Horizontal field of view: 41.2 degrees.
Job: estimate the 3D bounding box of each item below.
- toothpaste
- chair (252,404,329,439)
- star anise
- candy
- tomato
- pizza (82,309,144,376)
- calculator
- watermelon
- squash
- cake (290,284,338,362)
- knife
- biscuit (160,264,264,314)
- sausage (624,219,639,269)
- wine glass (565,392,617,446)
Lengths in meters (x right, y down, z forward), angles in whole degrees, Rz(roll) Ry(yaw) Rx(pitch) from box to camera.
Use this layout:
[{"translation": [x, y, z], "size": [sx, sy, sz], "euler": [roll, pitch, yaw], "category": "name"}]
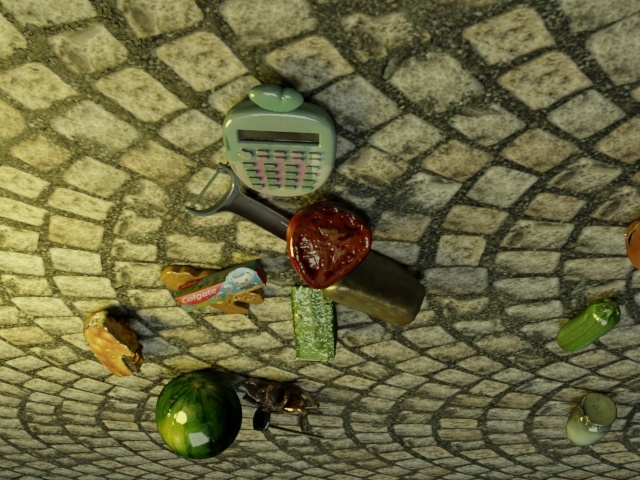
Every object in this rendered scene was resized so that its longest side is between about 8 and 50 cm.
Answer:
[{"translation": [-0.215, 0.090, 1.804], "size": [0.193, 0.044, 0.070], "euler": [-19, 126, 16], "category": "toothpaste"}, {"translation": [-0.088, 0.523, 2.539], "size": [0.221, 0.104, 0.095], "euler": [4, 125, -9], "category": "chair"}, {"translation": [-0.112, 0.441, 2.392], "size": [0.231, 0.089, 0.209], "euler": [8, 162, 4], "category": "star anise"}, {"translation": [0.109, 0.095, 1.758], "size": [0.234, 0.104, 0.102], "euler": [22, 150, -28], "category": "candy"}, {"translation": [0.003, -0.008, 1.597], "size": [0.082, 0.166, 0.174], "euler": [35, 160, 51], "category": "tomato"}, {"translation": [-0.507, 0.251, 2.113], "size": [0.161, 0.086, 0.305], "euler": [24, 149, 9], "category": "pizza"}, {"translation": [-0.066, -0.160, 1.395], "size": [0.185, 0.041, 0.299], "euler": [3, 150, 2], "category": "calculator"}, {"translation": [-0.333, 0.477, 2.333], "size": [0.242, 0.242, 0.242], "euler": [3, 150, 2], "category": "watermelon"}, {"translation": [0.600, 0.189, 1.896], "size": [0.077, 0.068, 0.219], "euler": [14, 148, -8], "category": "squash"}, {"translation": [-0.013, 0.167, 1.966], "size": [0.100, 0.099, 0.235], "euler": [1, 129, 7], "category": "cake"}, {"translation": [-0.114, -0.058, 1.574], "size": [0.278, 0.053, 0.123], "euler": [28, 112, -42], "category": "knife"}, {"translation": [-0.242, 0.109, 1.894], "size": [0.236, 0.040, 0.144], "euler": [20, 141, -30], "category": "biscuit"}, {"translation": [0.628, -0.065, 1.430], "size": [0.094, 0.094, 0.419], "euler": [27, 150, 5], "category": "sausage"}, {"translation": [0.755, 0.506, 2.383], "size": [0.111, 0.111, 0.204], "euler": [3, 147, 1], "category": "wine glass"}]
